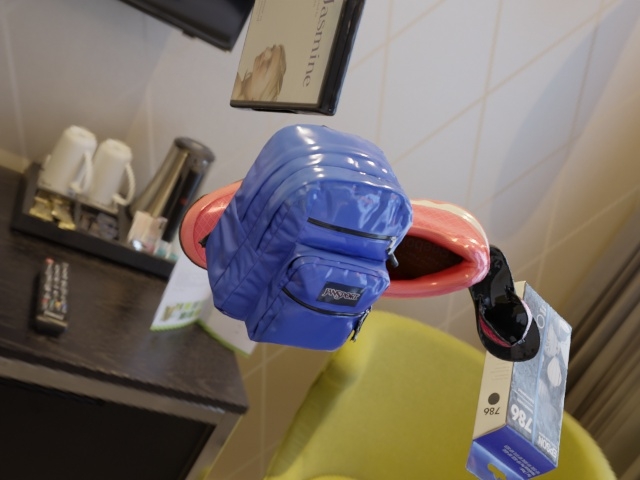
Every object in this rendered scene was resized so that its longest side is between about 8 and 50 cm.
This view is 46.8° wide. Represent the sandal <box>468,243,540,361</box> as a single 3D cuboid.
[{"bbox_3d":[0.204,0.082,0.831,0.179,0.067,0.040,60,3,-33],"label":"sandal"}]

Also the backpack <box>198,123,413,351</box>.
[{"bbox_3d":[0.000,0.000,0.440,0.098,0.120,0.101,9,37,-34],"label":"backpack"}]

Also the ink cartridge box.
[{"bbox_3d":[0.332,0.247,1.212,0.165,0.065,0.332,40,53,-31],"label":"ink cartridge box"}]

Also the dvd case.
[{"bbox_3d":[-0.024,-0.218,0.750,0.022,0.180,0.253,13,4,-27],"label":"dvd case"}]

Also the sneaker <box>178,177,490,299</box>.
[{"bbox_3d":[0.014,-0.004,0.711,0.314,0.116,0.136,4,8,2],"label":"sneaker"}]
